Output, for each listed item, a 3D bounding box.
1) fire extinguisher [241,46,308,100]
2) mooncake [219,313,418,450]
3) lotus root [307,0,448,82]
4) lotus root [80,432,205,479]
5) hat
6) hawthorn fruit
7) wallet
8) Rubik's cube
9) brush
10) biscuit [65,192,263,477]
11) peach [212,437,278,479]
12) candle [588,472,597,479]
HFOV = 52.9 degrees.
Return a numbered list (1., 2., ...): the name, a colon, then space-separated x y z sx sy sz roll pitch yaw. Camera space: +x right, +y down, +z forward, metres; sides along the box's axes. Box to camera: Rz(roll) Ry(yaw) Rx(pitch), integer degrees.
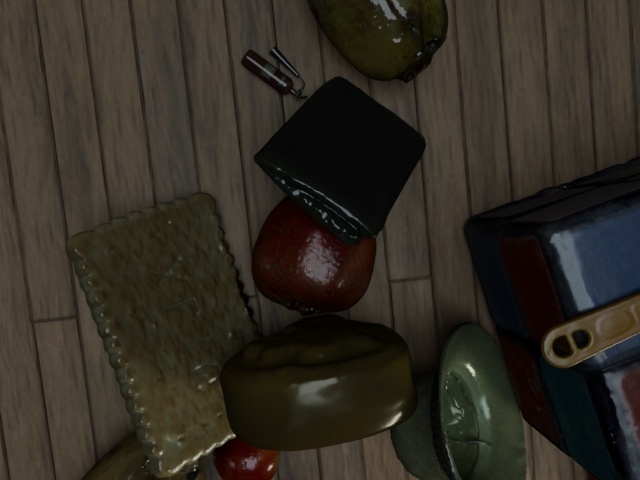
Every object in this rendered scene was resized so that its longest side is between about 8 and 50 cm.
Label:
1. fire extinguisher: -0.055 -0.227 0.870 0.100 0.032 0.046 35 58 -6
2. mooncake: 0.006 0.164 0.789 0.234 0.235 0.117 -9 94 -3
3. lotus root: 0.052 -0.328 0.810 0.154 0.154 0.278 -33 97 0
4. lotus root: -0.268 0.378 0.846 0.284 0.160 0.146 -52 134 6
5. hat: 0.165 0.244 0.856 0.130 0.257 0.257 -16 97 34
6. hawthorn fruit: 0.000 0.000 0.835 0.156 0.157 0.194 25 78 -5
7. wallet: 0.036 -0.109 0.805 0.168 0.245 0.052 37 134 -2
8. Rubik's cube: 0.394 0.074 0.771 0.315 0.313 0.319 -20 92 -2
9. brush: 0.333 0.053 0.607 0.272 0.013 0.103 -24 91 -1
10. biscuit: -0.179 0.113 0.834 0.217 0.044 0.325 -25 98 -37
11. peach: -0.102 0.302 0.891 0.098 0.061 0.098 -1 102 -6
12. candle: 0.413 0.363 0.935 0.053 0.048 0.162 -11 96 15
